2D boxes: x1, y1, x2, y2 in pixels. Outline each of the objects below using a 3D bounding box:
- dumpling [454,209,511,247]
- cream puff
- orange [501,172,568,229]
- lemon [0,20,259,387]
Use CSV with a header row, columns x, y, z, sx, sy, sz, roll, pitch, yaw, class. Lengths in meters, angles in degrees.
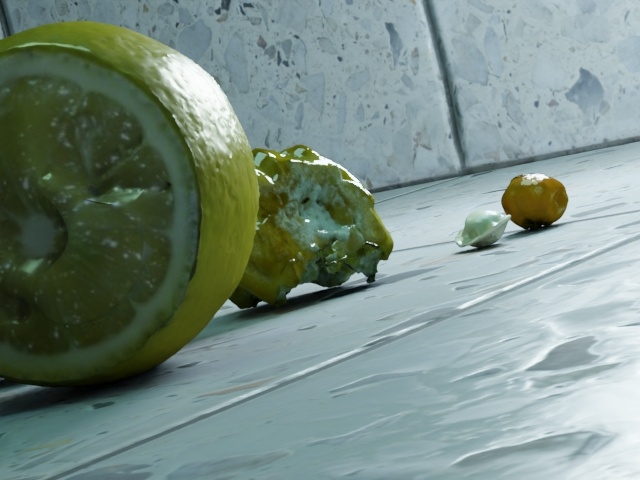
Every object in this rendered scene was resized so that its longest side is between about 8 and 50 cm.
x,y,z,sx,sy,sz,roll,pitch,yaw,class
0.190,-0.010,2.105,0.077,0.043,0.059,9,34,37,dumpling
-0.048,-0.011,2.001,0.221,0.194,0.195,-11,2,-36,cream puff
0.263,-0.045,2.175,0.086,0.062,0.086,11,-28,6,orange
-0.220,-0.039,1.685,0.364,0.364,0.364,-13,4,1,lemon
